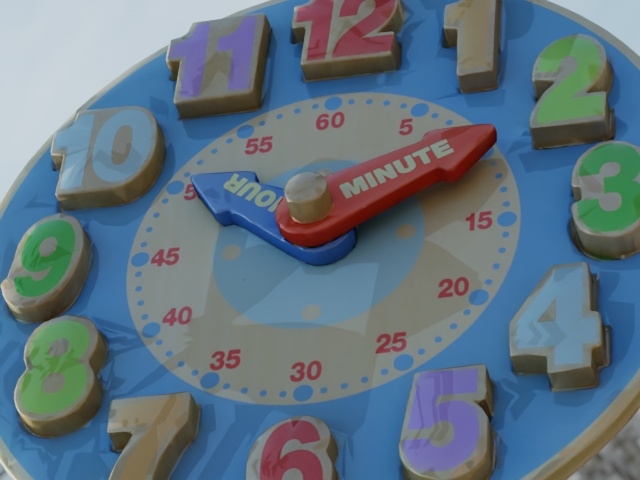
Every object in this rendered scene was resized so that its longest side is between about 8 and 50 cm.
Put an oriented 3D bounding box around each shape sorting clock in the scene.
[{"bbox_3d":[0.000,0.000,0.535,0.206,0.206,0.040,-32,-46,-13],"label":"shape sorting clock"}]
